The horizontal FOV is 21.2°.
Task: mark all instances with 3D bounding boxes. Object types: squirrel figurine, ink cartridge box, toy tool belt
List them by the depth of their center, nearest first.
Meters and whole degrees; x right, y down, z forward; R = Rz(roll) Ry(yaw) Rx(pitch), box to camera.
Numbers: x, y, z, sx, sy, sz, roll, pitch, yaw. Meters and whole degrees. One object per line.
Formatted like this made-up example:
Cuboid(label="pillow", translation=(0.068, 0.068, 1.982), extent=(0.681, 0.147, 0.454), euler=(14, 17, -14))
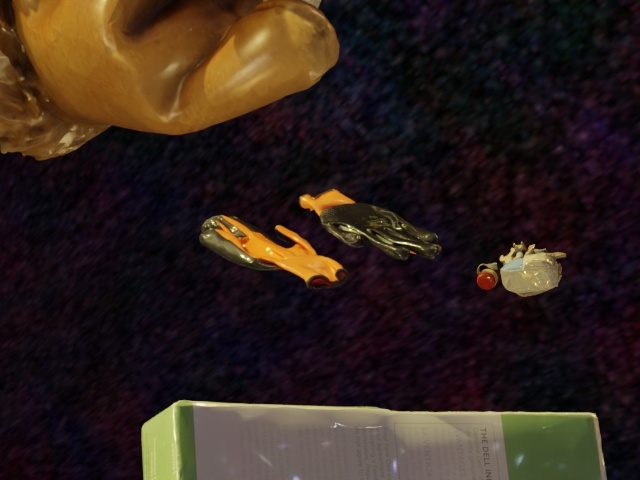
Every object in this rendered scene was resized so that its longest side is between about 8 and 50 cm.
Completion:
Cuboid(label="ink cartridge box", translation=(0.034, 0.168, 0.841), extent=(0.235, 0.056, 0.171), euler=(4, 68, -24))
Cuboid(label="squirrel figurine", translation=(-0.186, -0.265, 1.176), extent=(0.370, 0.397, 0.281), euler=(57, 34, -21))
Cuboid(label="toy tool belt", translation=(0.204, 0.028, 1.726), extent=(0.051, 0.083, 0.052), euler=(-56, 134, -55))

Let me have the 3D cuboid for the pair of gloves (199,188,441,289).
Cuboid(label="pair of gloves", translation=(0.000, 0.000, 0.649), extent=(0.083, 0.074, 0.010), euler=(-12, 116, -38))
